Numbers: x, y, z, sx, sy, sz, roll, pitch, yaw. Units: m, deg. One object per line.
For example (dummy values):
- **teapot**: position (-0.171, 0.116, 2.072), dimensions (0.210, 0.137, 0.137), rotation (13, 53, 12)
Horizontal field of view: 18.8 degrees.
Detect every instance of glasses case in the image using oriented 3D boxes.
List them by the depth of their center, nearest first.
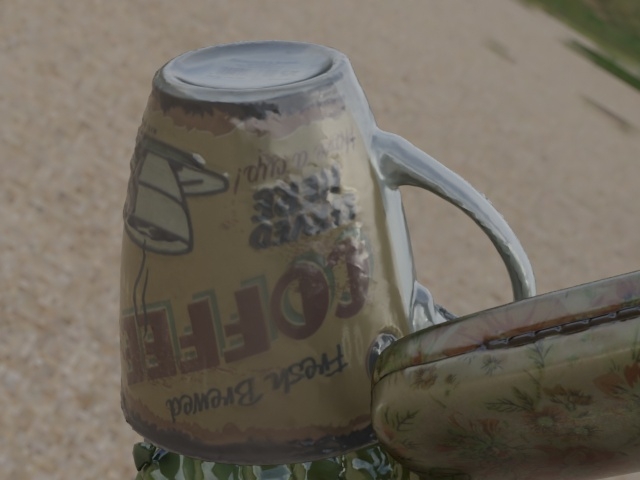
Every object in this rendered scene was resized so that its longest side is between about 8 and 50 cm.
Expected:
- **glasses case**: position (0.228, 0.073, 1.176), dimensions (0.156, 0.425, 0.098), rotation (41, 42, -45)

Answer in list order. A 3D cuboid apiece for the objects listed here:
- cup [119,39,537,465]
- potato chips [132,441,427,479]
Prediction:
- **cup**: position (0.000, 0.000, 1.348), dimensions (0.301, 0.257, 0.227), rotation (2, 24, 9)
- **potato chips**: position (-0.023, 0.278, 1.555), dimensions (0.373, 0.389, 0.097), rotation (-3, -13, 38)
